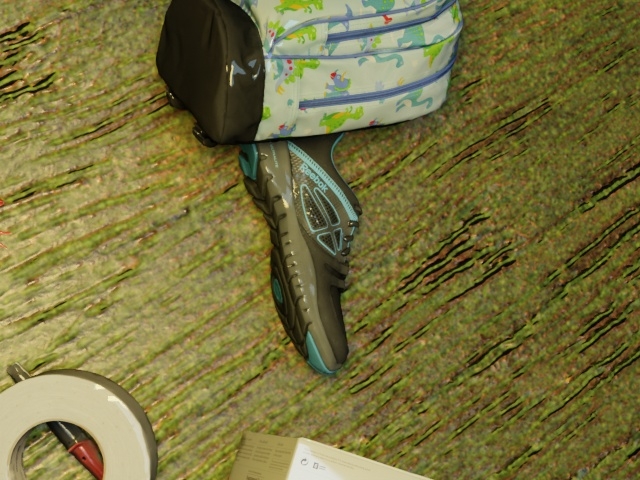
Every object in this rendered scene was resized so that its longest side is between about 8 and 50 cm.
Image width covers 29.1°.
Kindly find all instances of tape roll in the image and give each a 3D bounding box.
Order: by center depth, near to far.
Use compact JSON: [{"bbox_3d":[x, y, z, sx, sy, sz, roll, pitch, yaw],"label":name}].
[{"bbox_3d":[-0.307,0.264,1.465,0.219,0.072,0.219,0,89,0],"label":"tape roll"}]

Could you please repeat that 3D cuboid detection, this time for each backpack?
[{"bbox_3d":[0.008,-0.250,1.557,0.355,0.290,0.273,6,115,-26],"label":"backpack"}]

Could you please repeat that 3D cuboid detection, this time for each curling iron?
[{"bbox_3d":[-0.303,0.266,1.516,0.068,0.035,0.274,-33,93,-18],"label":"curling iron"}]

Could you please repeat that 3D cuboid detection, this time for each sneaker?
[{"bbox_3d":[0.000,0.000,1.597,0.140,0.125,0.340,-12,87,-19],"label":"sneaker"}]

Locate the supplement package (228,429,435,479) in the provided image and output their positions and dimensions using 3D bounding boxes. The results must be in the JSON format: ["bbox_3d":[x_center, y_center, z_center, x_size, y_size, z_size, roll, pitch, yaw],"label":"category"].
[{"bbox_3d":[0.010,0.328,1.484,0.204,0.262,0.145,20,78,-14],"label":"supplement package"}]

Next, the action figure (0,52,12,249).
[{"bbox_3d":[-0.417,-0.087,1.498,0.139,0.091,0.280,20,77,-12],"label":"action figure"}]
